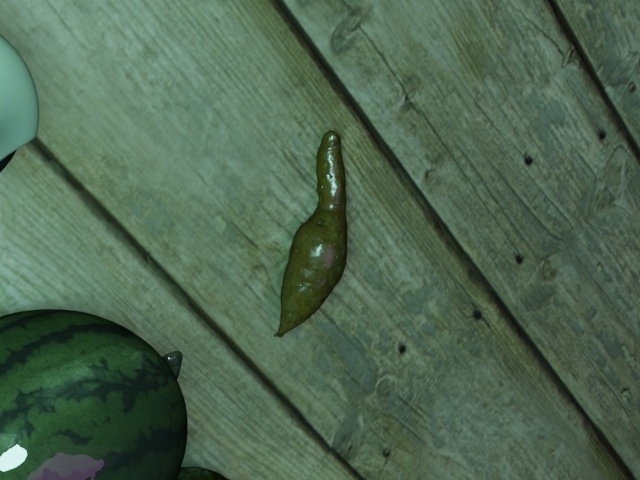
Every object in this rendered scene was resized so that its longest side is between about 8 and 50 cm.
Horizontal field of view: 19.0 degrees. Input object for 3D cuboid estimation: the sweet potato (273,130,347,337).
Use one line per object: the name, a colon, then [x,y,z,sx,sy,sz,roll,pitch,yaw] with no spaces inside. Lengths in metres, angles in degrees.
sweet potato: [0.002,-0.002,2.397,0.074,0.074,0.270,8,97,-48]

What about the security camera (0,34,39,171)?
security camera: [-0.376,-0.133,1.808,0.194,0.236,0.195,-20,119,-42]

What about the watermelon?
watermelon: [-0.291,0.212,2.019,0.359,0.279,0.279,-22,122,-43]

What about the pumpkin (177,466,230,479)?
pumpkin: [-0.165,0.391,2.325,0.238,0.159,0.238,-28,130,-41]
